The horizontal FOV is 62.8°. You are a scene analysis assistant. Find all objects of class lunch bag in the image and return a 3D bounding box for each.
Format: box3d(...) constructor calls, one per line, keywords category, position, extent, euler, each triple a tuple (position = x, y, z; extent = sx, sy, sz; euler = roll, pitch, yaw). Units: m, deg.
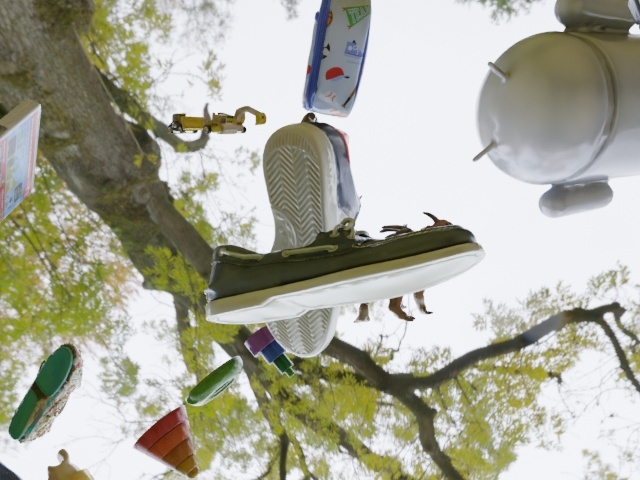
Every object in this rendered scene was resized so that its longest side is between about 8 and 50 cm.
box3d(category="lunch bag", position=(0.034, -0.382, 1.032), extent=(0.115, 0.242, 0.303), euler=(8, -154, -3))

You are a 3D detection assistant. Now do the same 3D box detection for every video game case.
box3d(category="video game case", position=(-0.505, -0.058, 0.760), extent=(0.025, 0.204, 0.285), euler=(27, -136, -10))

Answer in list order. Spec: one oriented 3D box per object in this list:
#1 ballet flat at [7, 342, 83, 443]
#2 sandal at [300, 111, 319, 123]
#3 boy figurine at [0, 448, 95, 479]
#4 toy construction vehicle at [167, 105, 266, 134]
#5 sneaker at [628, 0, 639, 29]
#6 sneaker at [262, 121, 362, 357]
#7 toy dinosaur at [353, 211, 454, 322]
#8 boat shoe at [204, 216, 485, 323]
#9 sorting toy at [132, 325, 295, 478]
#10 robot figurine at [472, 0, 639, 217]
box3d(category="ballet flat", position=(-0.510, 0.288, 1.006), extent=(0.241, 0.077, 0.091), euler=(-51, -118, 13))
box3d(category="sandal", position=(-0.045, -0.164, 0.925), extent=(0.049, 0.072, 0.180), euler=(8, -128, 24))
box3d(category="boy figurine", position=(-0.238, 0.260, 0.412), extent=(0.285, 0.092, 0.177), euler=(35, -143, 3))
box3d(category="toy construction vehicle", position=(-0.127, -0.149, 0.647), extent=(0.098, 0.035, 0.086), euler=(11, -163, 41))
box3d(category="sneaker", position=(0.254, -0.123, 0.327), extent=(0.109, 0.130, 0.285), euler=(-15, -105, 25))
box3d(category="sneaker", position=(0.000, 0.000, 0.769), extent=(0.131, 0.349, 0.148), euler=(15, -156, 24))
box3d(category="toy dinosaur", position=(0.141, 0.050, 1.026), extent=(0.127, 0.200, 0.296), euler=(-6, -179, 44))
box3d(category="boat shoe", position=(0.011, 0.019, 0.577), extent=(0.320, 0.116, 0.098), euler=(-15, -112, 21))
box3d(category="sorting toy", position=(-0.187, 0.322, 0.999), extent=(0.365, 0.127, 0.126), euler=(-43, -103, 7))
box3d(category="robot figurine", position=(0.366, -0.182, 0.726), extent=(0.354, 0.299, 0.200), euler=(-8, -167, -21))
